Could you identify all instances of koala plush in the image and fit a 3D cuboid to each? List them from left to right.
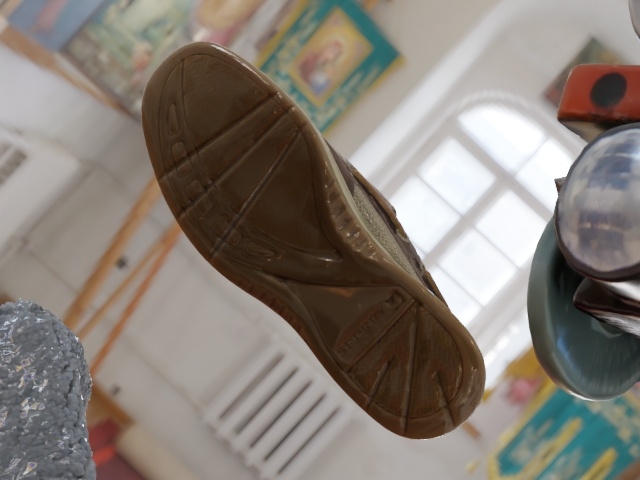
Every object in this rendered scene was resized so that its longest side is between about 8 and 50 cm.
[{"bbox_3d":[-0.201,0.185,0.855,0.221,0.196,0.203,99,-27,-56],"label":"koala plush"}]

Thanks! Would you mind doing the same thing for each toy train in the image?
[{"bbox_3d":[0.207,-0.003,0.583,0.142,0.190,0.334,6,-14,46],"label":"toy train"}]

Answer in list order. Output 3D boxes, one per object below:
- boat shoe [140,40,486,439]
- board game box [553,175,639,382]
[{"bbox_3d":[0.000,0.000,1.142,0.342,0.123,0.123,47,9,11],"label":"boat shoe"},{"bbox_3d":[0.316,0.005,1.195,0.042,0.243,0.165,-163,-120,-80],"label":"board game box"}]
